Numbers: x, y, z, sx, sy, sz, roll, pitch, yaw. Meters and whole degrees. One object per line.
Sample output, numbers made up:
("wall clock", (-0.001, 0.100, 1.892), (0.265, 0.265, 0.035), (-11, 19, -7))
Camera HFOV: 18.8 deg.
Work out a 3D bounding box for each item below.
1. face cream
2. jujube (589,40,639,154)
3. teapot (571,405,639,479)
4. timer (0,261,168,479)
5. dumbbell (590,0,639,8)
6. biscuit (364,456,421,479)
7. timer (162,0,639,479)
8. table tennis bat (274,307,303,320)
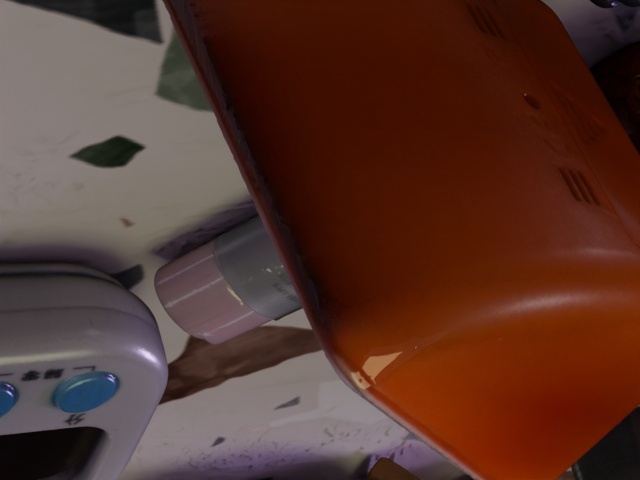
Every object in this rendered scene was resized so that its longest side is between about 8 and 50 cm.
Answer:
("face cream", (0.000, 0.000, 1.173), (0.198, 0.057, 0.084), (-25, 151, 18))
("jujube", (0.213, -0.020, 1.141), (0.183, 0.183, 0.243), (-14, 151, -6))
("teapot", (0.355, 0.101, 1.384), (0.344, 0.253, 0.300), (-24, 127, 22))
("timer", (-0.235, 0.101, 1.188), (0.262, 0.087, 0.237), (-3, 148, -25))
("dumbbell", (0.180, -0.174, 0.915), (0.208, 0.099, 0.099), (-27, 151, 20))
("biscuit", (0.097, 0.266, 1.608), (0.029, 0.142, 0.220), (-43, 122, -28))
("timer", (0.045, -0.025, 0.948), (0.161, 0.257, 0.250), (-39, 148, 24))
("table tennis bat", (0.077, -0.006, 1.247), (0.246, 0.022, 0.138), (-23, 151, 6))
